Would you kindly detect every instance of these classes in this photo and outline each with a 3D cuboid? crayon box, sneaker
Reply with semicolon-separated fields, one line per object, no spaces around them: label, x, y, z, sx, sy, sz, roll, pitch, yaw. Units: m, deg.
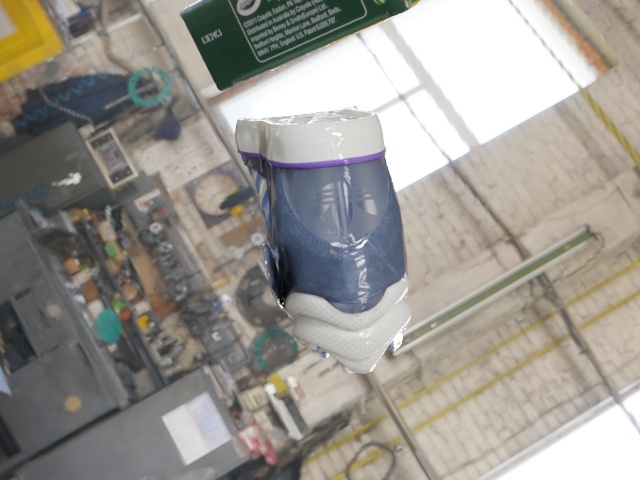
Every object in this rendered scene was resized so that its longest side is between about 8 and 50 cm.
crayon box;0.038;-0.261;0.804;0.083;0.203;0.323;64;35;-16
sneaker;0.001;0.000;0.773;0.323;0.130;0.236;-130;-147;-77
